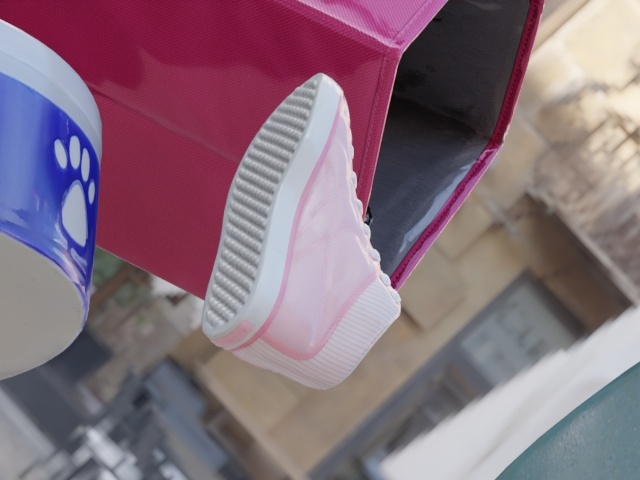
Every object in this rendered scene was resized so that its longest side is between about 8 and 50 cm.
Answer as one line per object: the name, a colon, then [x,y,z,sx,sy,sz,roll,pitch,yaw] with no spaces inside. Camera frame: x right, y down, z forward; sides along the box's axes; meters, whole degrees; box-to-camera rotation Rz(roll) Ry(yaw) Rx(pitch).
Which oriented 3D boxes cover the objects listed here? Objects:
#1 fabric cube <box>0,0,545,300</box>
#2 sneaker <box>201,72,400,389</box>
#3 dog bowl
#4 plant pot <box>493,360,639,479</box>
fabric cube: [-0.029,-0.130,1.095,0.258,0.254,0.259,26,-43,14]
sneaker: [0.000,0.000,0.736,0.070,0.134,0.051,33,-40,-24]
dog bowl: [-0.239,-0.016,0.876,0.265,0.265,0.104,56,29,-62]
plant pot: [0.139,0.106,0.402,0.165,0.165,0.234,23,-31,-31]
